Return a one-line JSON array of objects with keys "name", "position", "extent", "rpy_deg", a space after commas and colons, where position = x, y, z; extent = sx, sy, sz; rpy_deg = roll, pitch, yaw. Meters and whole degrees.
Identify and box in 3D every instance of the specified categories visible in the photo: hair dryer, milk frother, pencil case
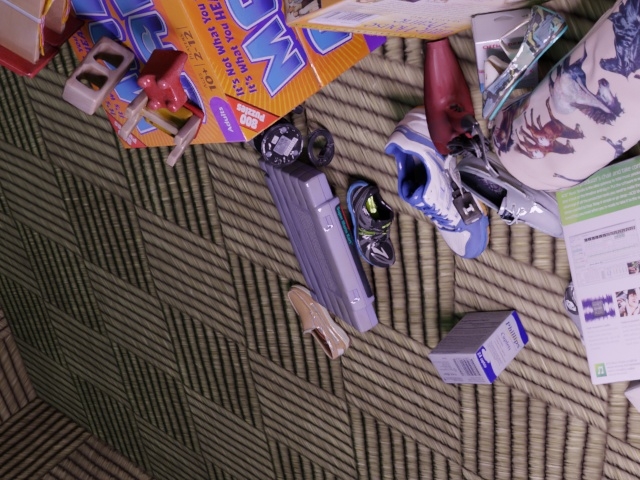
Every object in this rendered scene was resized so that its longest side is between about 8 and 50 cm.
[{"name": "hair dryer", "position": [0.225, -0.191, 1.673], "extent": [0.224, 0.080, 0.294], "rpy_deg": [99, 156, -62]}, {"name": "milk frother", "position": [-0.062, -0.196, 2.056], "extent": [0.143, 0.129, 0.135], "rpy_deg": [48, 178, -32]}, {"name": "pencil case", "position": [0.388, -0.213, 1.458], "extent": [0.184, 0.160, 0.410], "rpy_deg": [51, 147, 5]}]

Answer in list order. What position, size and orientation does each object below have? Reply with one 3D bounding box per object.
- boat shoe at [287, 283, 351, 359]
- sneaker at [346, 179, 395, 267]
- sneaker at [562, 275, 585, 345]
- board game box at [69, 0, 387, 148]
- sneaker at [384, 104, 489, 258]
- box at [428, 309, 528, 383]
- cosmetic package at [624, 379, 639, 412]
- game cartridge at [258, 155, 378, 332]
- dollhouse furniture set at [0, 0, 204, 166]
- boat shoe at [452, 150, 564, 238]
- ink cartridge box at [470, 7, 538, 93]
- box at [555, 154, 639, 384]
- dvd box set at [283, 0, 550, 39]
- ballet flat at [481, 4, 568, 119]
[{"name": "boat shoe", "position": [-0.014, 0.183, 2.394], "extent": [0.190, 0.072, 0.068], "rpy_deg": [47, 147, 5]}, {"name": "sneaker", "position": [0.105, -0.025, 2.056], "extent": [0.078, 0.067, 0.188], "rpy_deg": [16, 131, 49]}, {"name": "sneaker", "position": [0.467, 0.094, 1.736], "extent": [0.132, 0.086, 0.228], "rpy_deg": [53, 148, 0]}, {"name": "board game box", "position": [-0.180, -0.395, 1.769], "extent": [0.356, 0.356, 0.356], "rpy_deg": [3, 125, 48]}, {"name": "sneaker", "position": [0.190, -0.079, 1.849], "extent": [0.111, 0.131, 0.297], "rpy_deg": [-1, 123, 48]}, {"name": "box", "position": [0.294, 0.198, 1.988], "extent": [0.126, 0.137, 0.072], "rpy_deg": [-8, 117, 52]}, {"name": "cosmetic package", "position": [0.620, 0.195, 1.595], "extent": [0.129, 0.153, 0.296], "rpy_deg": [51, 148, 1]}, {"name": "game cartridge", "position": [0.000, 0.000, 2.158], "extent": [0.230, 0.068, 0.355], "rpy_deg": [25, 141, 55]}, {"name": "dollhouse furniture set", "position": [-0.323, -0.306, 1.604], "extent": [0.374, 0.152, 0.201], "rpy_deg": [30, 145, -2]}, {"name": "boat shoe", "position": [0.314, -0.063, 1.761], "extent": [0.227, 0.081, 0.079], "rpy_deg": [37, 145, 20]}, {"name": "ink cartridge box", "position": [0.270, -0.275, 1.566], "extent": [0.088, 0.052, 0.122], "rpy_deg": [-8, 148, 9]}, {"name": "box", "position": [0.470, 0.041, 1.574], "extent": [0.232, 0.058, 0.322], "rpy_deg": [-19, 79, 55]}, {"name": "dvd box set", "position": [0.192, -0.354, 1.437], "extent": [0.420, 0.307, 0.062], "rpy_deg": [-8, 86, 53]}, {"name": "ballet flat", "position": [0.267, -0.252, 1.499], "extent": [0.070, 0.070, 0.188], "rpy_deg": [44, 127, 9]}]
